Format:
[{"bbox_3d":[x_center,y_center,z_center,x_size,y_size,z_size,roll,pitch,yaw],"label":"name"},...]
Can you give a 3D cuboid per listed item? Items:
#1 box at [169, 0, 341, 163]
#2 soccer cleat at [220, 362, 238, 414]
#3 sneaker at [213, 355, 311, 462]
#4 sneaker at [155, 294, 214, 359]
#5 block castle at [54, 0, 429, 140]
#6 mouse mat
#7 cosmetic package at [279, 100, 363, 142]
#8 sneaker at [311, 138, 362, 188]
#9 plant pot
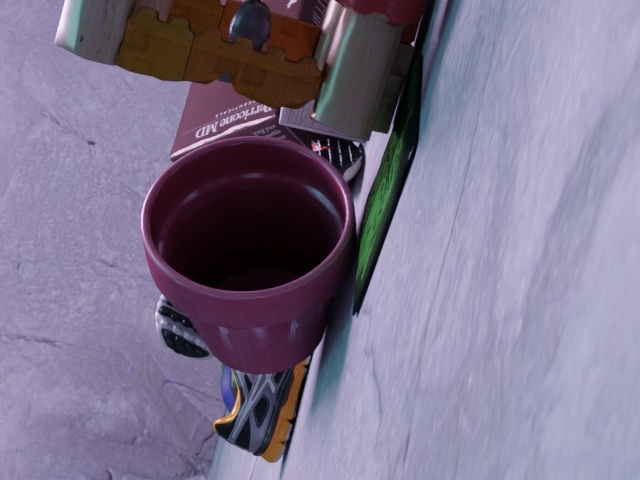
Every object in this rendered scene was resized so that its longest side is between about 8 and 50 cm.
[{"bbox_3d":[-0.063,-0.243,1.846,0.191,0.143,0.381,-18,46,33],"label":"box"},{"bbox_3d":[-0.076,0.095,1.725,0.121,0.094,0.289,127,156,-61],"label":"soccer cleat"},{"bbox_3d":[-0.055,0.132,1.462,0.084,0.083,0.214,123,162,-81],"label":"sneaker"},{"bbox_3d":[-0.114,0.031,1.632,0.292,0.110,0.118,-59,1,36],"label":"sneaker"},{"bbox_3d":[-0.053,-0.255,1.226,0.453,0.303,0.212,-92,19,-77],"label":"block castle"},{"bbox_3d":[0.056,-0.047,1.134,0.152,0.007,0.189,-82,7,-53],"label":"mouse mat"},{"bbox_3d":[0.005,-0.171,1.553,0.239,0.099,0.060,-90,15,-75],"label":"cosmetic package"},{"bbox_3d":[0.016,-0.065,1.449,0.161,0.057,0.075,-100,8,-76],"label":"sneaker"},{"bbox_3d":[-0.062,0.029,1.301,0.180,0.201,0.201,84,-167,-51],"label":"plant pot"}]
